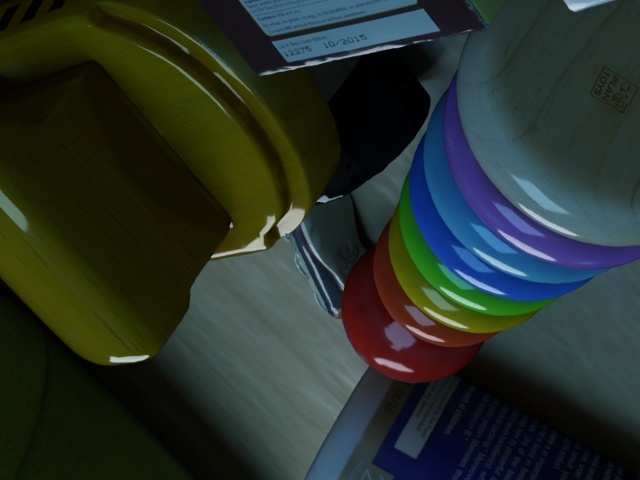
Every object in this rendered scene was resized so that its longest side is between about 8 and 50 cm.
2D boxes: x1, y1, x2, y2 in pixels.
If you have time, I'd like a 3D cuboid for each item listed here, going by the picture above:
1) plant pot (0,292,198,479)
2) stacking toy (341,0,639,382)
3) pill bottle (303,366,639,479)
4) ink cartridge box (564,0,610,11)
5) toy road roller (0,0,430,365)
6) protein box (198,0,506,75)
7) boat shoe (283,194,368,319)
[{"bbox_3d":[-0.225,0.254,1.487,0.353,0.366,0.366,34,149,-24],"label":"plant pot"},{"bbox_3d":[0.089,-0.003,1.056,0.141,0.141,0.330,34,150,-1],"label":"stacking toy"},{"bbox_3d":[0.122,0.190,1.247,0.265,0.153,0.153,28,146,7],"label":"pill bottle"},{"bbox_3d":[0.188,-0.205,0.647,0.273,0.198,0.115,-11,127,48],"label":"ink cartridge box"},{"bbox_3d":[-0.130,-0.057,1.064,0.329,0.240,0.202,-11,126,47],"label":"toy road roller"},{"bbox_3d":[0.007,-0.211,0.785,0.136,0.200,0.201,-7,131,46],"label":"protein box"},{"bbox_3d":[0.000,0.000,1.206,0.043,0.049,0.137,9,144,36],"label":"boat shoe"}]
